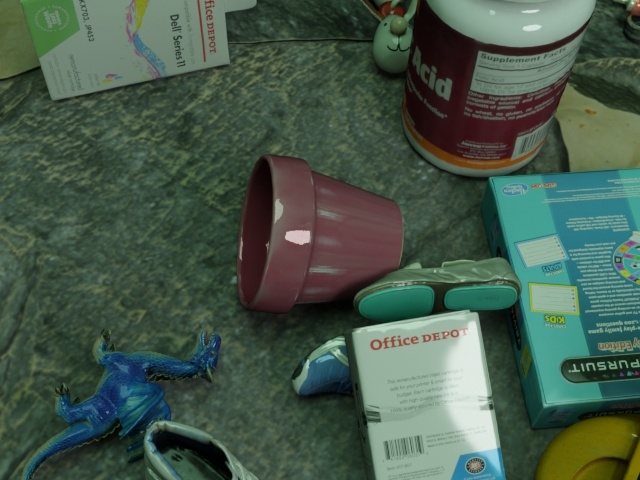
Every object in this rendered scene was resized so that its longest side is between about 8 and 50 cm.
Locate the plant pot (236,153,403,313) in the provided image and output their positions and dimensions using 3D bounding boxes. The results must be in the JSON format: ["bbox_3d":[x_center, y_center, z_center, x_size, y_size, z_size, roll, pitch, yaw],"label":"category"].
[{"bbox_3d":[0.000,0.000,1.192,0.180,0.201,0.201,8,56,-16],"label":"plant pot"}]

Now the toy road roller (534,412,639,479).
[{"bbox_3d":[0.381,0.223,1.000,0.240,0.202,0.330,21,94,30],"label":"toy road roller"}]

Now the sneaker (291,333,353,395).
[{"bbox_3d":[0.068,0.157,1.146,0.211,0.080,0.081,-14,57,-10],"label":"sneaker"}]

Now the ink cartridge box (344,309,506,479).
[{"bbox_3d":[0.117,0.190,1.076,0.148,0.086,0.203,-8,85,-6],"label":"ink cartridge box"}]

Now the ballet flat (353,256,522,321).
[{"bbox_3d":[0.141,0.057,1.155,0.213,0.072,0.068,-3,43,-8],"label":"ballet flat"}]

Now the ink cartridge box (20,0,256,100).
[{"bbox_3d":[-0.253,-0.350,1.385,0.353,0.207,0.119,-15,58,-10],"label":"ink cartridge box"}]

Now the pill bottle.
[{"bbox_3d":[0.235,-0.282,1.248,0.223,0.392,0.224,1,57,-1],"label":"pill bottle"}]

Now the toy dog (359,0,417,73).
[{"bbox_3d":[0.117,-0.440,1.483,0.220,0.161,0.334,-20,60,-14],"label":"toy dog"}]

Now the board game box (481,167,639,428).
[{"bbox_3d":[0.368,0.065,1.215,0.253,0.079,0.336,-4,58,-4],"label":"board game box"}]

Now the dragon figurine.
[{"bbox_3d":[-0.230,0.202,1.105,0.144,0.085,0.289,26,59,15],"label":"dragon figurine"}]

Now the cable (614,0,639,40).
[{"bbox_3d":[0.608,-0.369,1.506,0.287,0.072,0.140,17,64,8],"label":"cable"}]

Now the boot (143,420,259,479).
[{"bbox_3d":[-0.094,0.297,1.025,0.258,0.123,0.095,29,61,16],"label":"boot"}]
